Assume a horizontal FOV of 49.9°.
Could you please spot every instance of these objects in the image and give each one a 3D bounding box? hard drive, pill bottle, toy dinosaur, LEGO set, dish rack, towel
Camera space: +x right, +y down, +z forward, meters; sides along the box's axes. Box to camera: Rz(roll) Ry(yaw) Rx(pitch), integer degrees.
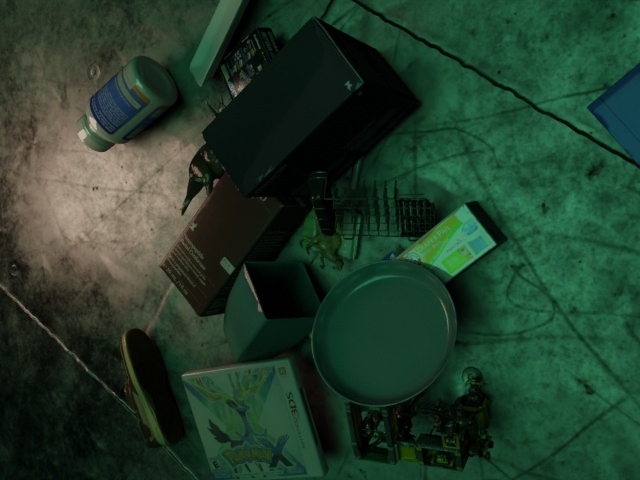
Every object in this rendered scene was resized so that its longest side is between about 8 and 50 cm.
[{"bbox_3d":[0.697,-0.280,1.278,0.319,0.040,0.210,-42,76,24],"label":"hard drive"},{"bbox_3d":[-0.524,-0.353,1.830,0.272,0.152,0.152,-31,81,26],"label":"pill bottle"},{"bbox_3d":[-0.267,-0.198,1.756,0.160,0.121,0.313,49,119,27],"label":"toy dinosaur"},{"bbox_3d":[0.203,0.347,1.481,0.331,0.255,0.192,4,114,34],"label":"LEGO set"},{"bbox_3d":[0.115,-0.069,1.505,0.271,0.208,0.074,2,67,10],"label":"dish rack"},{"bbox_3d":[0.027,-0.022,1.662,0.152,0.023,0.113,13,99,28],"label":"towel"},{"bbox_3d":[0.000,0.000,1.647,0.093,0.053,0.183,-25,75,11],"label":"toy dinosaur"}]

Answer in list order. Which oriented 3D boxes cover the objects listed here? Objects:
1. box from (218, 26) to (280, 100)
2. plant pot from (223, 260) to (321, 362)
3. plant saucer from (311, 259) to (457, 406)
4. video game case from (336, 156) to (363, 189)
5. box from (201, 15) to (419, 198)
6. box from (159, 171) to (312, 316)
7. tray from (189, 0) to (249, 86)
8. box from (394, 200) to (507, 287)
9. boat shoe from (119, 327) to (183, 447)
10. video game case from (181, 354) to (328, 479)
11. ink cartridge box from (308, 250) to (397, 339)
[{"bbox_3d":[-0.148,-0.374,1.666,0.175,0.051,0.220,-29,82,44],"label":"box"},{"bbox_3d":[-0.135,0.187,1.664,0.234,0.166,0.165,-54,48,38],"label":"plant pot"},{"bbox_3d":[0.133,0.193,1.433,0.318,0.044,0.317,-12,59,21],"label":"plant saucer"},{"bbox_3d":[0.023,-0.238,1.637,0.183,0.023,0.201,17,104,24],"label":"video game case"},{"bbox_3d":[-0.014,-0.260,1.461,0.343,0.312,0.179,-41,76,22],"label":"box"},{"bbox_3d":[-0.215,-0.007,1.713,0.191,0.143,0.381,47,112,21],"label":"box"},{"bbox_3d":[-0.246,-0.520,1.712,0.270,0.030,0.145,-59,35,19],"label":"tray"},{"bbox_3d":[0.280,0.020,1.488,0.203,0.103,0.114,-42,77,24],"label":"box"},{"bbox_3d":[-0.501,0.419,1.925,0.123,0.123,0.342,-20,92,26],"label":"boat shoe"},{"bbox_3d":[-0.167,0.446,1.692,0.329,0.036,0.300,-13,96,28],"label":"video game case"},{"bbox_3d":[0.122,0.183,1.611,0.311,0.065,0.186,-44,75,27],"label":"ink cartridge box"}]
